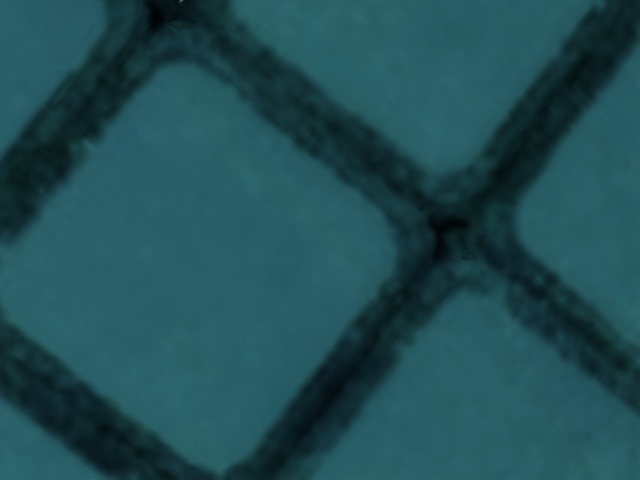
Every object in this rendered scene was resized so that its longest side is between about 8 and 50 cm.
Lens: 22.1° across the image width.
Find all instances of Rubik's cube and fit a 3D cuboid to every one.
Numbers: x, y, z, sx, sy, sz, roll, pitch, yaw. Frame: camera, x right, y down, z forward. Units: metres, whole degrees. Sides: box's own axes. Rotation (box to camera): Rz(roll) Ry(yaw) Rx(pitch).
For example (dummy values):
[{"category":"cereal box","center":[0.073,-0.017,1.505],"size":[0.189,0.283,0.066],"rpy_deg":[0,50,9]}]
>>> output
[{"category":"Rubik's cube","center":[0.000,0.000,0.513],"size":[0.344,0.344,0.337],"rpy_deg":[39,173,-6]}]
